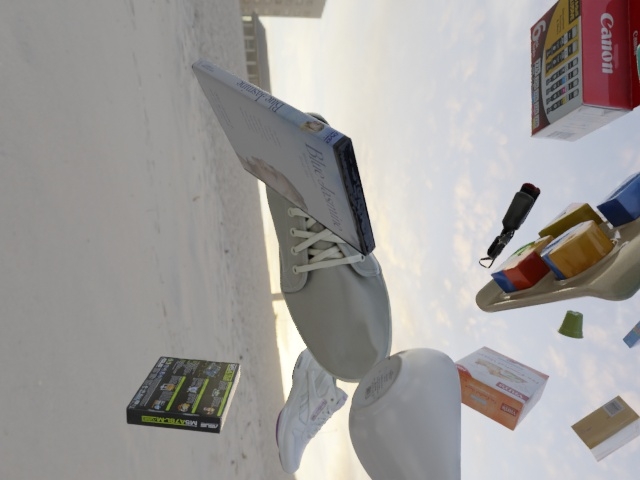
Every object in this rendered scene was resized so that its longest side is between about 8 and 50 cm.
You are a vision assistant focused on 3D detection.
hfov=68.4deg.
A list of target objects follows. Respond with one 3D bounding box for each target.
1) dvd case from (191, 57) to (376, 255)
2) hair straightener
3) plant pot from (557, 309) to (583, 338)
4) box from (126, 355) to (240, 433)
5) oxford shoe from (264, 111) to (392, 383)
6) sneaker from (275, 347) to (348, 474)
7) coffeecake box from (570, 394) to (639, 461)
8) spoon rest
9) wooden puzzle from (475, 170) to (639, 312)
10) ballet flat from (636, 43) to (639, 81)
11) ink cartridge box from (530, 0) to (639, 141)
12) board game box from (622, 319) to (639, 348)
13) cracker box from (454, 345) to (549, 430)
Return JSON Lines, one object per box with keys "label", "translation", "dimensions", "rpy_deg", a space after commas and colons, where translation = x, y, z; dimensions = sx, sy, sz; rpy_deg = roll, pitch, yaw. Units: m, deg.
{"label": "dvd case", "translation": [-0.042, -0.097, 0.554], "dimensions": [0.253, 0.022, 0.180], "rpy_deg": [36, -19, 33]}
{"label": "hair straightener", "translation": [0.391, -0.016, 1.015], "dimensions": [0.047, 0.089, 0.230], "rpy_deg": [37, -41, 18]}
{"label": "plant pot", "translation": [0.861, 0.283, 1.608], "dimensions": [0.083, 0.084, 0.079], "rpy_deg": [-137, -127, -73]}
{"label": "box", "translation": [-0.276, 0.314, 0.981], "dimensions": [0.190, 0.184, 0.045], "rpy_deg": [-86, -176, -72]}
{"label": "oxford shoe", "translation": [0.000, 0.000, 0.733], "dimensions": [0.130, 0.169, 0.448], "rpy_deg": [51, 26, -80]}
{"label": "sneaker", "translation": [-0.018, 0.420, 1.168], "dimensions": [0.114, 0.152, 0.304], "rpy_deg": [67, 35, -61]}
{"label": "coffeecake box", "translation": [0.737, 0.486, 1.208], "dimensions": [0.185, 0.142, 0.068], "rpy_deg": [45, 10, -44]}
{"label": "spoon rest", "translation": [0.073, 0.189, 0.415], "dimensions": [0.084, 0.137, 0.276], "rpy_deg": [46, 18, -5]}
{"label": "wooden puzzle", "translation": [0.444, -0.007, 0.797], "dimensions": [0.080, 0.322, 0.348], "rpy_deg": [53, -14, 1]}
{"label": "ballet flat", "translation": [0.437, -0.057, 0.505], "dimensions": [0.139, 0.139, 0.399], "rpy_deg": [156, -68, -77]}
{"label": "ink cartridge box", "translation": [0.624, -0.428, 1.106], "dimensions": [0.272, 0.130, 0.308], "rpy_deg": [132, -38, -79]}
{"label": "board game box", "translation": [0.990, 0.225, 1.338], "dimensions": [0.160, 0.212, 0.039], "rpy_deg": [84, -13, -51]}
{"label": "cracker box", "translation": [0.380, 0.307, 1.013], "dimensions": [0.156, 0.232, 0.067], "rpy_deg": [23, -76, 34]}
